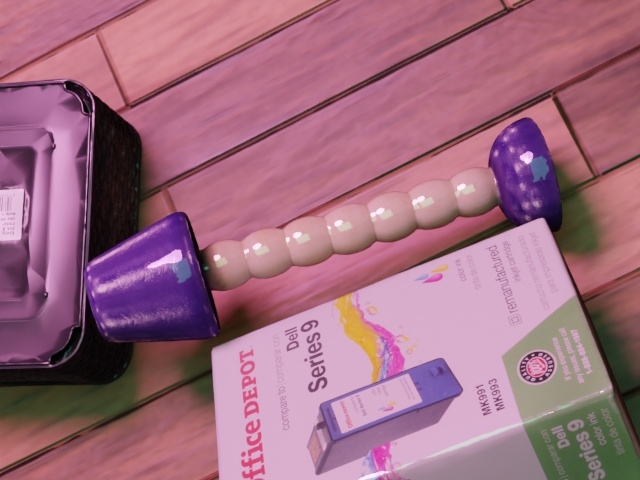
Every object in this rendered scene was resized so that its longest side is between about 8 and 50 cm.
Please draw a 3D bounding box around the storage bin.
[{"bbox_3d":[-0.187,-0.002,0.924,0.122,0.084,0.180,-3,77,14],"label":"storage bin"}]

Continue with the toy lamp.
[{"bbox_3d":[0.000,0.000,0.856,0.275,0.080,0.080,-14,74,-2],"label":"toy lamp"}]

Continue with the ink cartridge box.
[{"bbox_3d":[0.054,0.098,0.799,0.212,0.093,0.154,-23,34,10],"label":"ink cartridge box"}]
